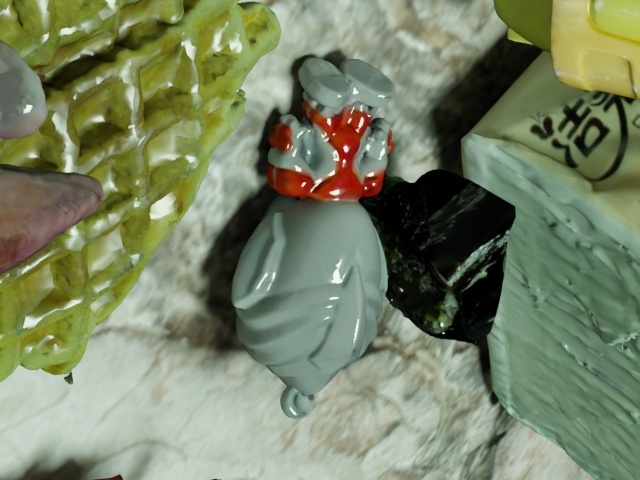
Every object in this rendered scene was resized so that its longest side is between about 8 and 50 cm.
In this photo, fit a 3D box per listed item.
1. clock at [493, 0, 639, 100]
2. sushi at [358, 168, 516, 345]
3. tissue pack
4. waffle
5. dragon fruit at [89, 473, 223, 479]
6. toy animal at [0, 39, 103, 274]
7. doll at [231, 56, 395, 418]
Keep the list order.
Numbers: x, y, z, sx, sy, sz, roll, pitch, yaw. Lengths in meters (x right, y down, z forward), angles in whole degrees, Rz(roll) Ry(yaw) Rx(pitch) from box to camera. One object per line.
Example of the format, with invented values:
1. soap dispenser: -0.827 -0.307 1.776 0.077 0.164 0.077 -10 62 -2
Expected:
1. clock: 0.197 -0.220 0.728 0.200 0.244 0.317 -56 151 -46
2. sushi: 0.057 0.005 0.862 0.056 0.084 0.083 -43 146 -21
3. tissue pack: 0.286 -0.061 1.011 0.405 0.205 0.332 -47 151 -20
4. waffle: -0.107 -0.039 0.617 0.208 0.054 0.214 27 92 -55
5. dragon fruit: -0.095 0.170 0.756 0.142 0.121 0.130 35 98 -28
6. toy animal: -0.193 -0.021 0.466 0.324 0.090 0.195 -41 116 -17
7. doll: 0.000 0.000 0.794 0.094 0.079 0.180 -1 106 -38
